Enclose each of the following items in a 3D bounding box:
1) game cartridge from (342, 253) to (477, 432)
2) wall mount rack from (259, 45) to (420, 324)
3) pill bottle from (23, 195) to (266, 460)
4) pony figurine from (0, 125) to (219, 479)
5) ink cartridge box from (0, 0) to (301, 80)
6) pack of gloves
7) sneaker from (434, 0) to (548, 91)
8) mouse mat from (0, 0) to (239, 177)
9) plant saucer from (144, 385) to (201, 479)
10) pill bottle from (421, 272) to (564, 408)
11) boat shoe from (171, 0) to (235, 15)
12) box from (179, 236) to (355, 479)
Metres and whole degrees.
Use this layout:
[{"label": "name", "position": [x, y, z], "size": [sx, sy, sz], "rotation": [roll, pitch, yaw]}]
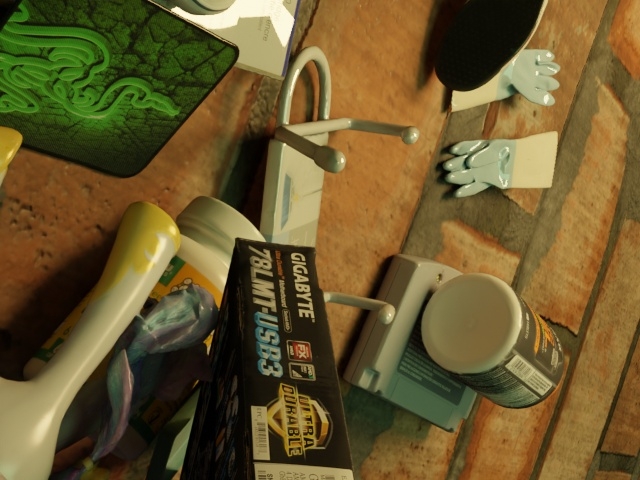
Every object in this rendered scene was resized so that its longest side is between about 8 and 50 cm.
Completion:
[{"label": "game cartridge", "position": [0.148, 0.135, 1.170], "size": [0.294, 0.060, 0.196], "rotation": [37, 78, -51]}, {"label": "wall mount rack", "position": [0.000, 0.000, 0.826], "size": [0.304, 0.130, 0.350], "rotation": [-27, 126, -65]}, {"label": "pill bottle", "position": [-0.135, 0.066, 0.735], "size": [0.208, 0.117, 0.118], "rotation": [-52, 138, -24]}, {"label": "pony figurine", "position": [-0.199, 0.116, 0.487], "size": [0.351, 0.302, 0.363], "rotation": [50, 38, -14]}, {"label": "ink cartridge box", "position": [-0.117, -0.300, 0.661], "size": [0.307, 0.072, 0.304], "rotation": [5, 98, -54]}, {"label": "pack of gloves", "position": [0.237, -0.161, 1.187], "size": [0.232, 0.046, 0.195], "rotation": [-8, 110, -38]}, {"label": "sneaker", "position": [0.237, -0.293, 1.073], "size": [0.270, 0.090, 0.145], "rotation": [-60, 170, 8]}, {"label": "mouse mat", "position": [-0.163, -0.117, 0.653], "size": [0.152, 0.007, 0.189], "rotation": [-45, 147, 20]}, {"label": "plant saucer", "position": [-0.113, 0.162, 0.810], "size": [0.192, 0.018, 0.067], "rotation": [-44, 155, -71]}, {"label": "pill bottle", "position": [0.235, 0.141, 1.135], "size": [0.245, 0.130, 0.130], "rotation": [37, 74, -52]}, {"label": "boat shoe", "position": [-0.078, -0.280, 0.592], "size": [0.095, 0.084, 0.258], "rotation": [-33, 127, -41]}, {"label": "box", "position": [-0.053, 0.200, 0.607], "size": [0.073, 0.293, 0.296], "rotation": [10, 123, -12]}]
